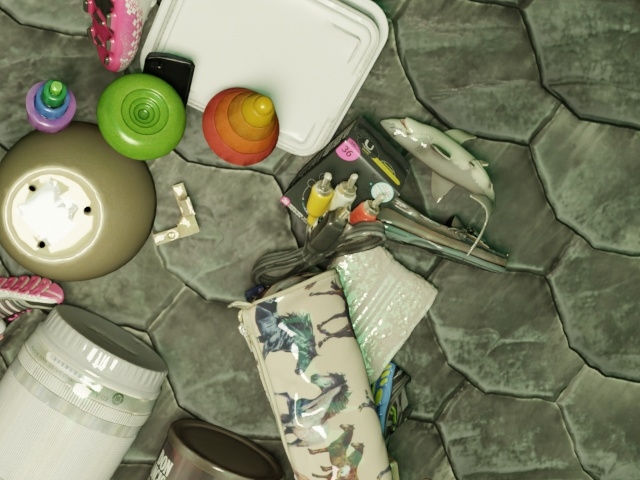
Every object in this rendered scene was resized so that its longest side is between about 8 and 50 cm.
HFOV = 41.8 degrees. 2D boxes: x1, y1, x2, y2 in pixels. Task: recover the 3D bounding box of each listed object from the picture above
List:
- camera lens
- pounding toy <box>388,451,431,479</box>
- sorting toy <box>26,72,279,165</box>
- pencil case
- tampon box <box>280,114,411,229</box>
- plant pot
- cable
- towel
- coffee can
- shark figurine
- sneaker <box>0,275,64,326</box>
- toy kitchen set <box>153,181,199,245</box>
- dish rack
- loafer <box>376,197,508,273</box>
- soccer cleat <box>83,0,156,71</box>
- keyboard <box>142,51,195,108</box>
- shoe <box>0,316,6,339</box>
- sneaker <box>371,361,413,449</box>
[{"bbox_3d":[-0.385,0.264,1.266,0.219,0.219,0.274,32,90,-12],"label":"camera lens"},{"bbox_3d":[0.112,0.459,1.447,0.205,0.094,0.181,-9,98,-9],"label":"pounding toy"},{"bbox_3d":[-0.211,-0.183,1.154,0.365,0.126,0.127,2,81,-22],"label":"sorting toy"},{"bbox_3d":[-0.008,0.257,1.299,0.183,0.160,0.411,-15,90,-12],"label":"pencil case"},{"bbox_3d":[0.041,-0.092,1.329,0.120,0.101,0.161,43,125,-11],"label":"tampon box"},{"bbox_3d":[-0.369,-0.046,1.208,0.256,0.274,0.257,-1,97,-10],"label":"plant pot"},{"bbox_3d":[0.000,0.000,1.324,0.139,0.287,0.072,22,52,-21],"label":"cable"},{"bbox_3d":[0.049,0.142,1.423,0.187,0.049,0.282,38,88,-13],"label":"towel"},{"bbox_3d":[-0.203,0.455,1.332,0.201,0.201,0.275,25,91,-12],"label":"coffee can"},{"bbox_3d":[0.220,-0.093,1.380,0.166,0.278,0.116,-3,133,-38],"label":"shark figurine"},{"bbox_3d":[-0.478,0.101,1.304,0.170,0.063,0.075,0,113,5],"label":"sneaker"},{"bbox_3d":[-0.239,-0.042,1.337,0.075,0.068,0.083,-19,99,-8],"label":"toy kitchen set"},{"bbox_3d":[-0.090,-0.286,1.277,0.332,0.072,0.286,24,118,-13],"label":"dish rack"},{"bbox_3d":[0.202,-0.017,1.414,0.267,0.096,0.084,18,87,-10],"label":"loafer"},{"bbox_3d":[-0.259,-0.392,1.215,0.143,0.116,0.331,-17,143,-30],"label":"soccer cleat"},{"bbox_3d":[-0.254,-0.221,1.281,0.100,0.192,0.038,10,51,-15],"label":"keyboard"},{"bbox_3d":[-0.521,0.167,1.271,0.063,0.178,0.081,-39,111,-48],"label":"shoe"},{"bbox_3d":[0.117,0.300,1.415,0.078,0.067,0.188,28,59,-20],"label":"sneaker"}]
